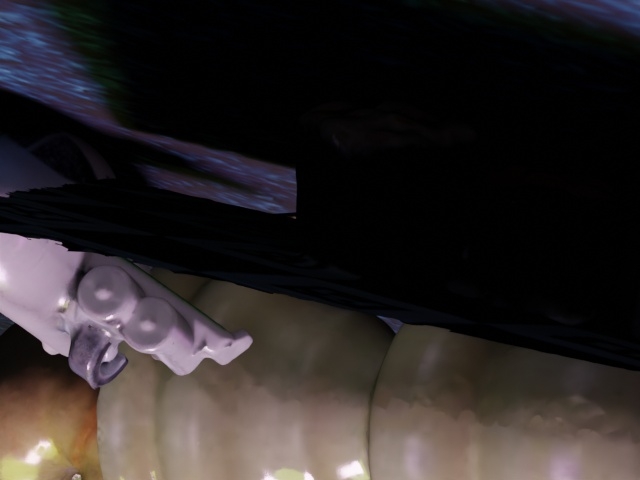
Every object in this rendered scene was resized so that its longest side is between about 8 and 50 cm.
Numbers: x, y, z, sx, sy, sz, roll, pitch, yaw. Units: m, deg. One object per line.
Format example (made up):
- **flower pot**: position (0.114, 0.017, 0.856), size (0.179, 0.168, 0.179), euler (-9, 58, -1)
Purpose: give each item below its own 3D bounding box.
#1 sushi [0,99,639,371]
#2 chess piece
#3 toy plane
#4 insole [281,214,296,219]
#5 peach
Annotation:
- **sushi**: position (0.054, -0.008, 0.554), size (0.290, 0.050, 0.264), euler (12, -176, 6)
- **chess piece**: position (0.045, 0.077, 0.848), size (0.251, 0.144, 0.144), euler (2, 165, 30)
- **toy plane**: position (-0.103, 0.002, 0.764), size (0.174, 0.080, 0.174), euler (33, 176, 2)
- **insole**: position (0.000, 0.000, 0.812), size (0.064, 0.004, 0.188), euler (24, 167, -38)
- **peach**: position (-0.103, 0.122, 1.188), size (0.232, 0.233, 0.232), euler (15, 171, 3)
